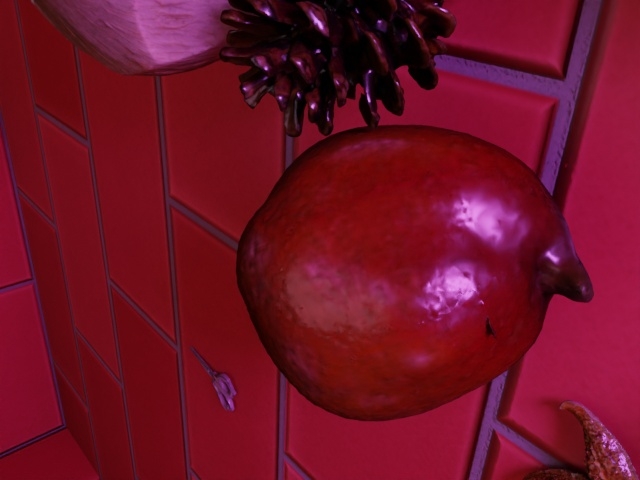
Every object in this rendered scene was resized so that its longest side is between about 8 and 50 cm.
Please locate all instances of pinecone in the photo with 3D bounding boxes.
[{"bbox_3d":[0.008,-0.181,0.520,0.207,0.207,0.208,25,125,43],"label":"pinecone"}]

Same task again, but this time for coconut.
[{"bbox_3d":[-0.171,-0.355,0.632,0.346,0.360,0.347,25,126,41],"label":"coconut"}]

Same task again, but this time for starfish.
[{"bbox_3d":[0.300,0.276,0.597,0.227,0.043,0.241,-34,76,51],"label":"starfish"}]

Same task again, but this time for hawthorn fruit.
[{"bbox_3d":[0.071,0.018,0.579,0.311,0.295,0.295,-37,75,26],"label":"hawthorn fruit"}]

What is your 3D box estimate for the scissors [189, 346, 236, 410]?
[{"bbox_3d":[-0.240,0.293,1.302,0.189,0.015,0.100,39,136,36],"label":"scissors"}]
